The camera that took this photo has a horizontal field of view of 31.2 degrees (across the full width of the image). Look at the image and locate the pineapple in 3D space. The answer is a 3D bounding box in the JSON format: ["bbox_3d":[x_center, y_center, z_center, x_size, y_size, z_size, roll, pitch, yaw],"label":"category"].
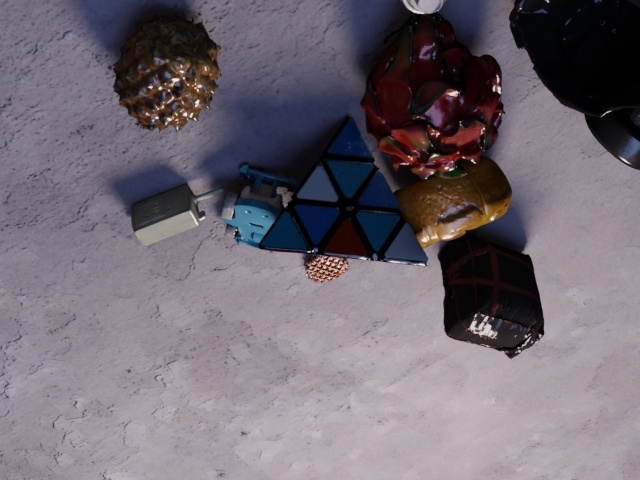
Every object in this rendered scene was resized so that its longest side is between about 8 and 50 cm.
[{"bbox_3d":[-0.234,-0.238,1.725,0.166,0.166,0.193,13,134,-22],"label":"pineapple"}]

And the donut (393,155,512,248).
[{"bbox_3d":[0.216,-0.061,1.943,0.227,0.226,0.113,-22,92,8],"label":"donut"}]

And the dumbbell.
[{"bbox_3d":[0.559,-0.235,1.887,0.153,0.152,0.218,23,123,-28],"label":"dumbbell"}]

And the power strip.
[{"bbox_3d":[-0.243,-0.052,1.940,0.175,0.075,0.042,-22,132,6],"label":"power strip"}]

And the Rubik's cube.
[{"bbox_3d":[0.000,0.000,1.944,0.250,0.284,0.234,-28,169,-17],"label":"Rubik's cube"}]

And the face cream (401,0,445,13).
[{"bbox_3d":[0.129,-0.389,1.609,0.075,0.229,0.075,-6,132,-7],"label":"face cream"}]

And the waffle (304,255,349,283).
[{"bbox_3d":[0.009,0.047,2.110,0.083,0.029,0.075,-22,131,11],"label":"waffle"}]

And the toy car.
[{"bbox_3d":[-0.099,-0.050,1.975,0.126,0.098,0.161,16,157,4],"label":"toy car"}]

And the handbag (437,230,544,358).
[{"bbox_3d":[0.304,0.096,2.093,0.169,0.215,0.155,25,131,-25],"label":"handbag"}]

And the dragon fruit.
[{"bbox_3d":[0.178,-0.240,1.780,0.234,0.233,0.293,-2,117,-10],"label":"dragon fruit"}]

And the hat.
[{"bbox_3d":[0.480,-0.316,1.740,0.209,0.336,0.238,-18,110,-37],"label":"hat"}]
